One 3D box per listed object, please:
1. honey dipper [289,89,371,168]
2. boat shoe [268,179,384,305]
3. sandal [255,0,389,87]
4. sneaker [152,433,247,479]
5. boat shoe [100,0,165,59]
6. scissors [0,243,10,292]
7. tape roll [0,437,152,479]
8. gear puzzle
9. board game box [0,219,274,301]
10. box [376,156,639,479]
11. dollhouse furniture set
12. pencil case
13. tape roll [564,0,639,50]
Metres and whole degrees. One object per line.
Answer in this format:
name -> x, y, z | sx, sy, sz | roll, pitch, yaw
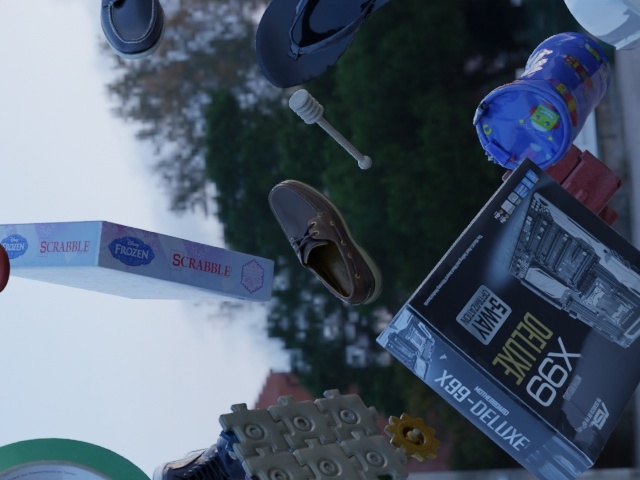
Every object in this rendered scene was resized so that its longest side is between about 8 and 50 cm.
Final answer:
honey dipper -> 0.017, -0.138, 1.759 | 0.160, 0.030, 0.030 | 42, -141, -40
boat shoe -> 0.000, 0.001, 1.544 | 0.178, 0.064, 0.060 | 51, -154, 16
sandal -> 0.020, -0.255, 1.432 | 0.097, 0.254, 0.054 | 49, -152, -5
sneaker -> -0.161, 0.355, 2.105 | 0.226, 0.163, 0.086 | -39, -72, -75
boat shoe -> -0.223, -0.296, 1.553 | 0.065, 0.075, 0.206 | 79, -179, -55
scissors -> -0.406, -0.021, 1.465 | 0.297, 0.021, 0.109 | 50, 127, 34
tape roll -> -0.353, 0.403, 1.772 | 0.321, 0.321, 0.077 | -82, 4, -51
gear puzzle -> 0.023, 0.288, 1.888 | 0.175, 0.339, 0.044 | 56, 135, 36
board game box -> -0.288, 0.033, 1.940 | 0.318, 0.318, 0.066 | 15, -102, -46
box -> 0.234, 0.081, 1.447 | 0.307, 0.242, 0.076 | -46, -5, -44
dollhouse furniture set -> 0.309, 0.022, 2.159 | 0.374, 0.152, 0.201 | -49, -18, -8
pencil case -> 0.294, -0.181, 1.778 | 0.119, 0.133, 0.306 | 49, -149, -1
tape roll -> 0.488, -0.413, 1.977 | 0.169, 0.246, 0.246 | 157, 110, -80
